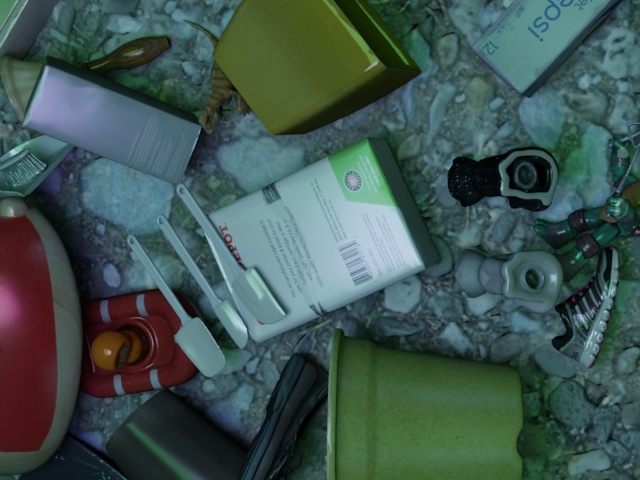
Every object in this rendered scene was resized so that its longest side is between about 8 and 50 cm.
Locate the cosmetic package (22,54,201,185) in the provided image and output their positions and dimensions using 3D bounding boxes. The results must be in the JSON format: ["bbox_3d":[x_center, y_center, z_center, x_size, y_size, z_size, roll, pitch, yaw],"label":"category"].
[{"bbox_3d":[-0.298,-0.173,1.814,0.238,0.127,0.107,19,100,-13],"label":"cosmetic package"}]

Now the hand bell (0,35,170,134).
[{"bbox_3d":[-0.340,-0.257,1.895,0.242,0.126,0.126,-19,88,3],"label":"hand bell"}]

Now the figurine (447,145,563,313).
[{"bbox_3d":[0.233,-0.014,1.698,0.092,0.209,0.214,-5,93,-20],"label":"figurine"}]

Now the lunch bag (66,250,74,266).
[{"bbox_3d":[-0.431,0.032,1.943,0.098,0.065,0.067,43,103,10],"label":"lunch bag"}]

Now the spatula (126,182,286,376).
[{"bbox_3d":[-0.174,0.055,1.788,0.168,0.019,0.242,-41,79,28],"label":"spatula"}]

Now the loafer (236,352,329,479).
[{"bbox_3d":[-0.047,0.277,1.772,0.084,0.267,0.096,26,143,-4],"label":"loafer"}]

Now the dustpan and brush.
[{"bbox_3d":[-0.479,-0.110,1.936,0.211,0.147,0.060,-16,121,45],"label":"dustpan and brush"}]

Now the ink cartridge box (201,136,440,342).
[{"bbox_3d":[0.000,0.000,1.792,0.273,0.115,0.198,-25,87,17],"label":"ink cartridge box"}]

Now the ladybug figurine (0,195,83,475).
[{"bbox_3d":[-0.489,0.148,1.858,0.305,0.162,0.449,22,113,34],"label":"ladybug figurine"}]

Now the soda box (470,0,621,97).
[{"bbox_3d":[0.337,-0.325,1.688,0.098,0.091,0.286,45,103,10],"label":"soda box"}]

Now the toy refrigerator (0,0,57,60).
[{"bbox_3d":[-0.441,-0.408,1.901,0.102,0.094,0.269,37,103,10],"label":"toy refrigerator"}]

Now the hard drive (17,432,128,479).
[{"bbox_3d":[-0.346,0.418,1.950,0.255,0.054,0.172,36,102,11],"label":"hard drive"}]

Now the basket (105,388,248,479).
[{"bbox_3d":[-0.192,0.340,1.849,0.227,0.154,0.204,44,116,10],"label":"basket"}]

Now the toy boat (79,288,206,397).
[{"bbox_3d":[-0.284,0.155,1.865,0.231,0.151,0.150,-11,91,16],"label":"toy boat"}]

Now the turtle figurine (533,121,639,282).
[{"bbox_3d":[0.393,-0.050,1.668,0.234,0.175,0.118,-40,102,23],"label":"turtle figurine"}]

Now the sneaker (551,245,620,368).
[{"bbox_3d":[0.359,0.085,1.725,0.075,0.063,0.170,16,99,14],"label":"sneaker"}]

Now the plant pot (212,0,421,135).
[{"bbox_3d":[-0.018,-0.256,1.733,0.187,0.212,0.212,-39,83,17],"label":"plant pot"}]

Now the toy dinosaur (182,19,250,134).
[{"bbox_3d":[-0.137,-0.241,1.834,0.064,0.112,0.211,-40,40,35],"label":"toy dinosaur"}]

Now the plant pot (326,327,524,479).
[{"bbox_3d":[0.143,0.257,1.716,0.254,0.276,0.276,0,94,4],"label":"plant pot"}]
